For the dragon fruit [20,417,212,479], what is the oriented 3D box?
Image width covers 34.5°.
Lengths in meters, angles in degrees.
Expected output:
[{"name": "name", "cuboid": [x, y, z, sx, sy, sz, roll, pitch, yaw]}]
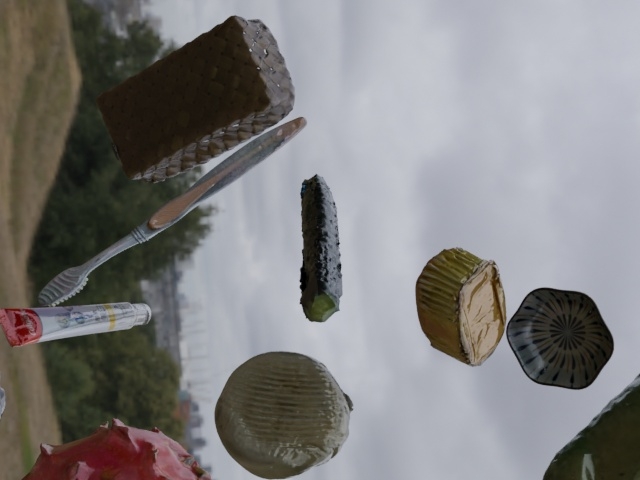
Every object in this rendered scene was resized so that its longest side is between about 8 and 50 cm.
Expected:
[{"name": "dragon fruit", "cuboid": [-0.208, 0.287, 0.916, 0.205, 0.268, 0.210, 43, 1, 10]}]

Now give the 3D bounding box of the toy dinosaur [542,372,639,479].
[{"name": "toy dinosaur", "cuboid": [0.174, 0.080, 0.556, 0.087, 0.447, 0.301, 44, 21, -24]}]

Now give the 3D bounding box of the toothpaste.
[{"name": "toothpaste", "cuboid": [-0.262, 0.086, 1.119, 0.031, 0.190, 0.048, -44, -115, 31]}]

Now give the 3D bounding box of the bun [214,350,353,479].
[{"name": "bun", "cuboid": [-0.046, 0.236, 1.356, 0.166, 0.173, 0.113, -52, 161, -18]}]

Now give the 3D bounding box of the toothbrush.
[{"name": "toothbrush", "cuboid": [-0.168, -0.036, 1.199, 0.028, 0.375, 0.037, 53, -6, 12]}]

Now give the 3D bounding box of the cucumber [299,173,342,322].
[{"name": "cucumber", "cuboid": [0.000, -0.001, 1.105, 0.043, 0.044, 0.256, -57, -161, 28]}]

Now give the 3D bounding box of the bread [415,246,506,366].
[{"name": "bread", "cuboid": [0.226, 0.103, 1.670, 0.114, 0.132, 0.190, 27, -37, 38]}]

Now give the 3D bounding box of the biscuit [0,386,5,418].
[{"name": "biscuit", "cuboid": [-0.608, 0.137, 1.464, 0.091, 0.407, 0.407, -50, 154, -40]}]

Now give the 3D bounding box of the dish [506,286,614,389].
[{"name": "dish", "cuboid": [0.423, 0.163, 1.793, 0.066, 0.191, 0.190, -21, 110, -57]}]

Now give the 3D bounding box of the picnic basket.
[{"name": "picnic basket", "cuboid": [-0.122, -0.130, 0.965, 0.055, 0.193, 0.110, -9, 76, -64]}]
